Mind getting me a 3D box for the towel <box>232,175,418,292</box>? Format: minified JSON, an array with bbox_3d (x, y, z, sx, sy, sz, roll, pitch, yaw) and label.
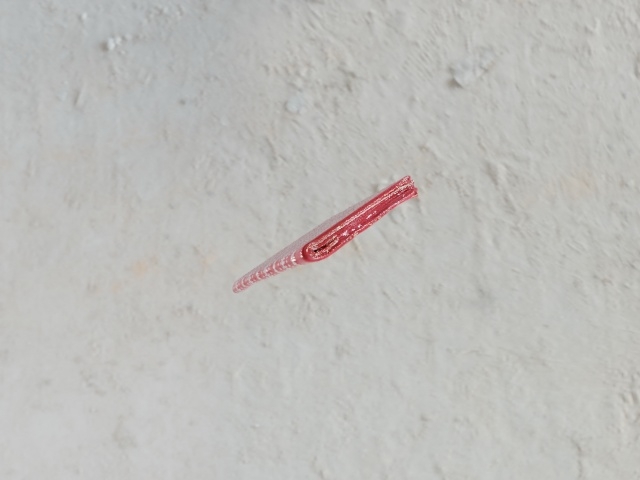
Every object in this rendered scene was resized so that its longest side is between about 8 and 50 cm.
[{"bbox_3d":[0.000,0.000,1.283,0.031,0.199,0.275,58,153,-3],"label":"towel"}]
